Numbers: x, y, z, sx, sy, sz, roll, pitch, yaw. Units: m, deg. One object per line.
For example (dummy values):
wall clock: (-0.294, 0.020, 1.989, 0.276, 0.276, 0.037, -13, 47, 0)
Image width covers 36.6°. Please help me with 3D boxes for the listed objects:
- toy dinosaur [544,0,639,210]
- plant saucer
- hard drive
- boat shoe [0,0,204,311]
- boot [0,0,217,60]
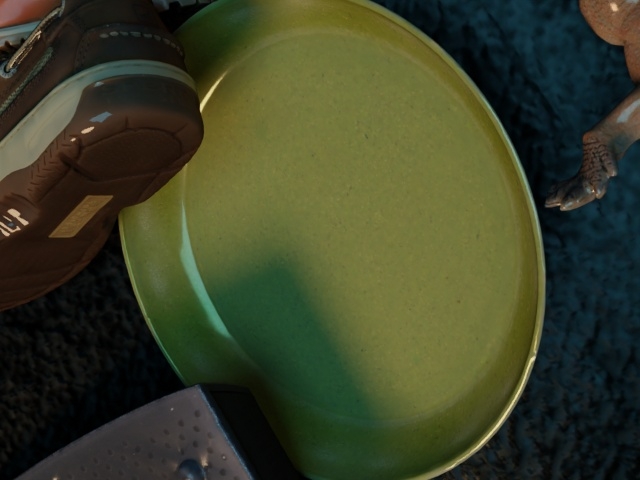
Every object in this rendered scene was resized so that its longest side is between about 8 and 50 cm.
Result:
toy dinosaur: (0.152, -0.141, 0.350, 0.296, 0.127, 0.200, -12, 109, 31)
plant saucer: (0.000, 0.000, 0.462, 0.241, 0.037, 0.240, 12, 112, 32)
hard drive: (-0.096, 0.186, 0.523, 0.255, 0.054, 0.172, -34, 84, 32)
boat shoe: (-0.150, -0.039, 0.493, 0.257, 0.095, 0.095, -30, 67, 37)
boot: (-0.136, -0.139, 0.496, 0.158, 0.059, 0.084, -13, 94, 10)
